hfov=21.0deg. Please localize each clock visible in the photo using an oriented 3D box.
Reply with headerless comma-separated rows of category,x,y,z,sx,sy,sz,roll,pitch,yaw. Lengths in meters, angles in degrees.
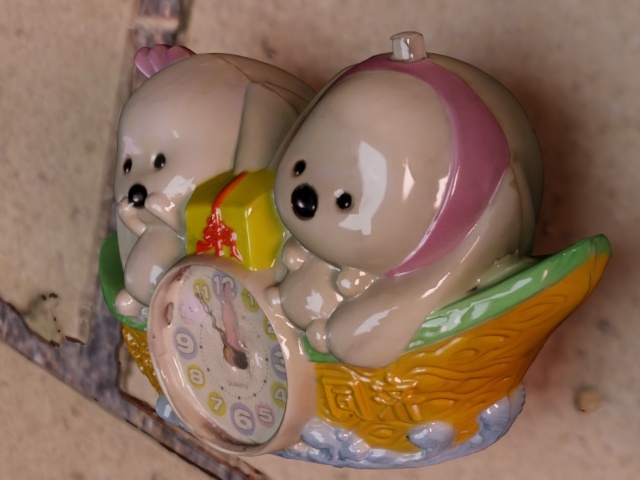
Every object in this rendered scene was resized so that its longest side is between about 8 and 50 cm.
clock,0.000,0.000,0.603,0.231,0.103,0.144,4,109,41
